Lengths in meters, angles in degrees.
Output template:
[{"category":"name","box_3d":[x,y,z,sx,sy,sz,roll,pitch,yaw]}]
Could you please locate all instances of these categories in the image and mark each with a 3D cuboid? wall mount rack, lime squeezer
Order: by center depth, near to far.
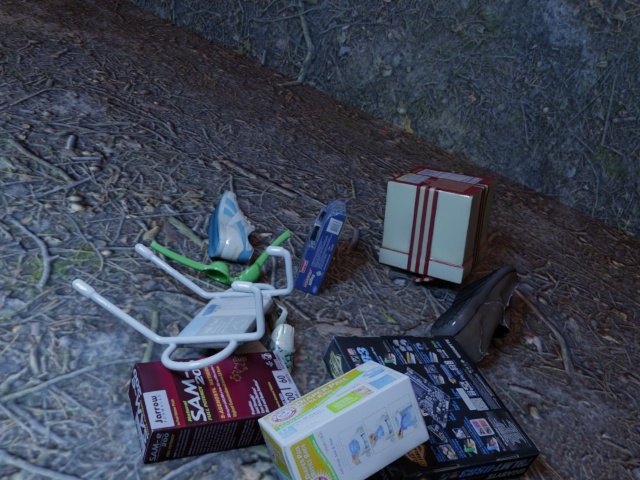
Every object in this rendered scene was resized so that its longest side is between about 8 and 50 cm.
[{"category":"wall mount rack","box_3d":[-0.214,0.088,0.955,0.303,0.131,0.350,-3,14,11]},{"category":"lime squeezer","box_3d":[-0.187,0.042,1.160,0.310,0.110,0.058,-5,2,-32]}]

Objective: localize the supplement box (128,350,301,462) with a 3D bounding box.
[{"category":"supplement box","box_3d":[-0.156,0.245,0.856,0.239,0.073,0.130,1,35,-31]}]

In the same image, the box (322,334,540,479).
[{"category":"box","box_3d":[0.188,0.293,1.007,0.293,0.073,0.296,3,34,-29]}]

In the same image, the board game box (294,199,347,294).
[{"category":"board game box","box_3d":[0.000,0.000,1.305,0.060,0.194,0.194,19,14,-6]}]

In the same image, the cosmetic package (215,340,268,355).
[{"category":"cosmetic package","box_3d":[-0.147,0.186,0.994,0.060,0.041,0.115,-11,42,-42]}]

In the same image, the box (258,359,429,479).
[{"category":"box","box_3d":[0.031,0.269,0.798,0.203,0.103,0.114,-23,10,-23]}]

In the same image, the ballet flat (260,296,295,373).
[{"category":"ballet flat","box_3d":[-0.081,0.164,1.047,0.070,0.070,0.188,6,33,-26]}]

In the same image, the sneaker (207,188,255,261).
[{"category":"sneaker","box_3d":[-0.204,-0.031,1.297,0.092,0.087,0.229,18,35,-22]}]

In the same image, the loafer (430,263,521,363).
[{"category":"loafer","box_3d":[0.381,0.175,1.317,0.366,0.134,0.130,-31,84,-45]}]

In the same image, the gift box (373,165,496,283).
[{"category":"gift box","box_3d":[0.293,-0.042,1.477,0.276,0.258,0.255,15,24,33]}]
